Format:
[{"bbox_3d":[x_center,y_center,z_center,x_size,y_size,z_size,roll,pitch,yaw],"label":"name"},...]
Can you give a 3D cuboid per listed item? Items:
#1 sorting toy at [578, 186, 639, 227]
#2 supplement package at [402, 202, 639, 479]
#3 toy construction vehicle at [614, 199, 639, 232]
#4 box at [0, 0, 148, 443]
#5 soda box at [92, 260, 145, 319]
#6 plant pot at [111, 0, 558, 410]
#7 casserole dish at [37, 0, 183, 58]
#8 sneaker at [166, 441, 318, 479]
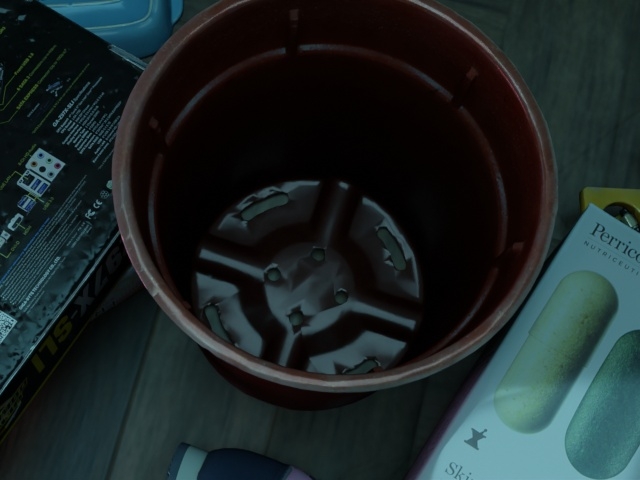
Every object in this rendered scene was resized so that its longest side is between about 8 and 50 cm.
[{"bbox_3d":[0.380,-0.017,0.985,0.347,0.047,0.196,-10,74,-13],"label":"sorting toy"},{"bbox_3d":[0.185,0.157,0.856,0.199,0.198,0.263,32,73,8],"label":"supplement package"},{"bbox_3d":[0.267,0.014,0.999,0.098,0.035,0.086,-26,78,-18],"label":"toy construction vehicle"},{"bbox_3d":[-0.267,-0.029,0.889,0.257,0.079,0.322,30,71,9],"label":"box"},{"bbox_3d":[-0.210,0.042,0.940,0.183,0.063,0.058,-33,76,-13],"label":"soda box"},{"bbox_3d":[0.000,0.000,0.860,0.272,0.265,0.272,2,71,-5],"label":"plant pot"},{"bbox_3d":[-0.212,-0.209,1.038,0.188,0.037,0.114,-4,72,-4],"label":"casserole dish"},{"bbox_3d":[-0.063,0.303,0.839,0.131,0.112,0.319,7,73,0],"label":"sneaker"}]
